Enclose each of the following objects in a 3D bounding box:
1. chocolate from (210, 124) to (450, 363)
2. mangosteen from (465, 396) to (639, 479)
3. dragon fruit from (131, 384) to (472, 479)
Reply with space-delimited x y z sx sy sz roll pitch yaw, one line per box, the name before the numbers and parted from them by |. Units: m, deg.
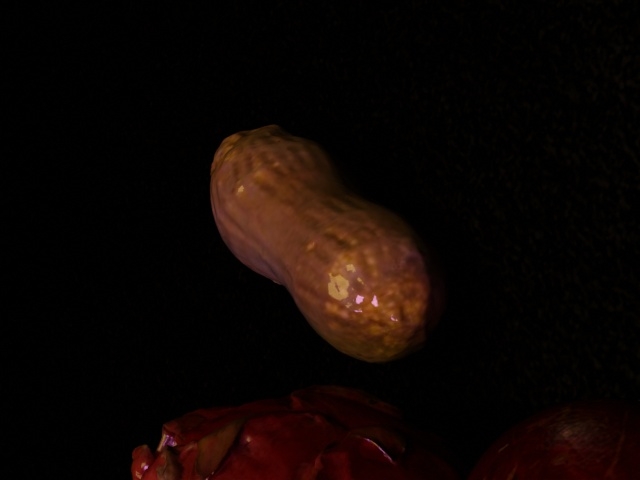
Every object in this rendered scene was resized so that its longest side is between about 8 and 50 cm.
chocolate | 0.000 0.000 1.160 0.309 0.134 0.134 44 120 45
mangosteen | 0.199 0.172 0.790 0.257 0.215 0.215 -43 41 -3
dragon fruit | 0.005 0.247 0.980 0.342 0.277 0.277 43 119 56
